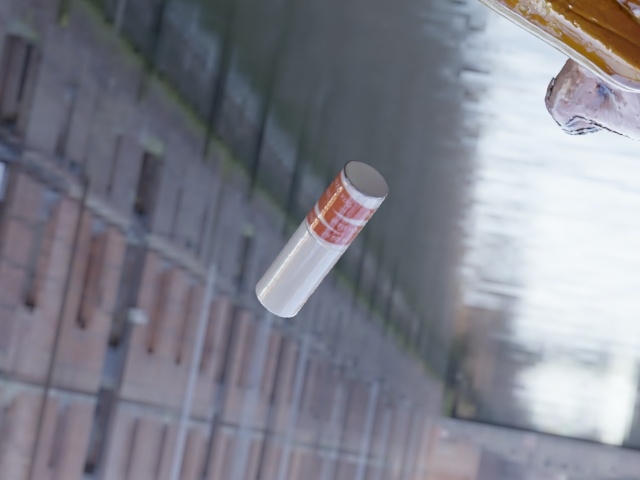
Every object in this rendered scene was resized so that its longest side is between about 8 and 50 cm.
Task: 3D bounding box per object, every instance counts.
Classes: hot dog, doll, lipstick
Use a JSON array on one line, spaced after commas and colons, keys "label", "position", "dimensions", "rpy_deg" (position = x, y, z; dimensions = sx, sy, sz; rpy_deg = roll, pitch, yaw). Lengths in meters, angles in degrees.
[{"label": "hot dog", "position": [0.155, -0.174, 1.242], "dimensions": [0.236, 0.092, 0.062], "rpy_deg": [36, 179, 1]}, {"label": "doll", "position": [0.225, -0.188, 1.648], "dimensions": [0.303, 0.156, 0.201], "rpy_deg": [46, -175, 30]}, {"label": "lipstick", "position": [0.000, 0.000, 1.386], "dimensions": [0.038, 0.038, 0.130], "rpy_deg": [14, 129, -31]}]
